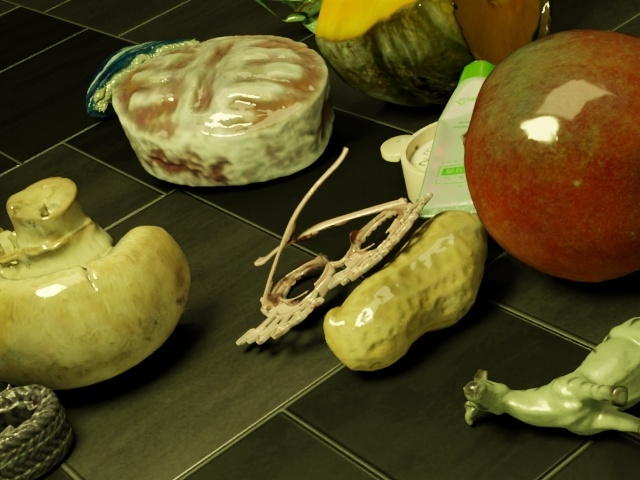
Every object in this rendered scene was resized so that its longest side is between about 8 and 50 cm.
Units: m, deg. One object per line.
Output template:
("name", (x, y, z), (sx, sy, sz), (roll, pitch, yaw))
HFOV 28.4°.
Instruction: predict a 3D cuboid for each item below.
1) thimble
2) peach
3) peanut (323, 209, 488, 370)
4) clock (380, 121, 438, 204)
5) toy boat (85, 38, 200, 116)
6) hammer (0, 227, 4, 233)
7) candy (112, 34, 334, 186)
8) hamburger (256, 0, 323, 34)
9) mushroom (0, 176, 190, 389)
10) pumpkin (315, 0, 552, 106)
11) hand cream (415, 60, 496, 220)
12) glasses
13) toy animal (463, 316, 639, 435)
("thimble", (-0.300, 0.192, 1.240), (0.095, 0.066, 0.104), (13, 39, 40))
("peach", (0.258, -0.088, 1.241), (0.252, 0.252, 0.252), (-13, 30, 8))
("peanut", (0.092, 0.048, 1.240), (0.214, 0.099, 0.099), (-34, 34, -28))
("clock", (0.172, -0.087, 1.459), (0.229, 0.063, 0.155), (11, 38, 33))
("toy boat", (-0.218, -0.250, 1.941), (0.291, 0.070, 0.210), (3, 40, 26))
("hammer", (-0.399, 0.020, 1.629), (0.062, 0.017, 0.182), (-27, 29, -16))
("candy", (-0.121, -0.167, 1.655), (0.289, 0.157, 0.214), (0, 48, 17))
("hamburger", (-0.022, -0.416, 1.932), (0.276, 0.260, 0.150), (4, 63, 6))
("mushroom", (-0.276, 0.057, 1.313), (0.253, 0.195, 0.189), (-4, 30, 15))
("pumpkin", (0.158, -0.303, 1.638), (0.225, 0.256, 0.303), (2, 9, 39))
("hand cream", (0.162, -0.109, 1.406), (0.079, 0.050, 0.275), (-29, 26, 32))
("glasses", (0.004, 0.007, 1.298), (0.255, 0.095, 0.162), (-39, 21, 19))
("toy animal", (0.239, 0.115, 1.079), (0.217, 0.073, 0.176), (-26, 16, -23))
